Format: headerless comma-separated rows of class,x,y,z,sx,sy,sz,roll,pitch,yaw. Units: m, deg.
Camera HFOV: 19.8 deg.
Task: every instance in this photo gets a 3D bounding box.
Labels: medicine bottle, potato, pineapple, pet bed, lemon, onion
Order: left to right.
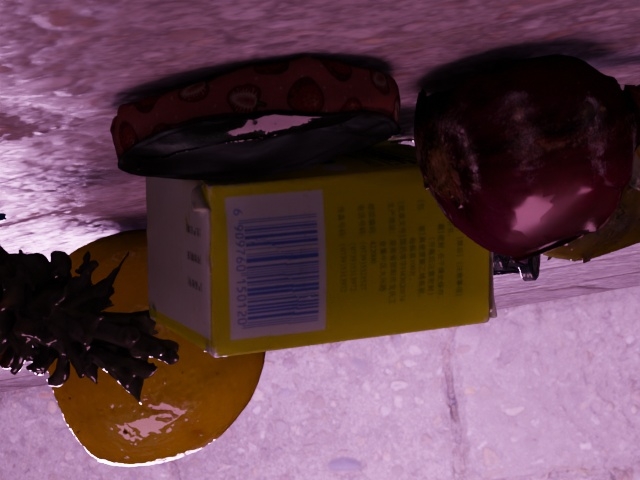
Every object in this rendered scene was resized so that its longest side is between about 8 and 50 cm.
pineapple,-0.268,0.059,1.503,0.340,0.169,0.169,2,176,14
lemon,-0.157,0.098,1.836,0.219,0.240,0.240,-21,172,3
pet bed,-0.039,-0.078,1.244,0.201,0.053,0.201,-6,173,-1
medicine bottle,0.000,0.000,1.420,0.250,0.141,0.137,-4,-171,-25
onion,0.171,-0.058,1.295,0.198,0.135,0.173,-8,176,-12
potato,0.259,-0.039,1.678,0.225,0.090,0.117,-7,136,-39

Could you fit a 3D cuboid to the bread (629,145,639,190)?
bread,0.371,-0.080,1.563,0.232,0.088,0.128,0,163,-7

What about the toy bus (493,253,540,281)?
toy bus,0.140,-0.017,1.710,0.096,0.108,0.199,-5,172,20

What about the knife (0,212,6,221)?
knife,-0.421,0.003,1.611,0.296,0.026,0.044,-10,176,1
